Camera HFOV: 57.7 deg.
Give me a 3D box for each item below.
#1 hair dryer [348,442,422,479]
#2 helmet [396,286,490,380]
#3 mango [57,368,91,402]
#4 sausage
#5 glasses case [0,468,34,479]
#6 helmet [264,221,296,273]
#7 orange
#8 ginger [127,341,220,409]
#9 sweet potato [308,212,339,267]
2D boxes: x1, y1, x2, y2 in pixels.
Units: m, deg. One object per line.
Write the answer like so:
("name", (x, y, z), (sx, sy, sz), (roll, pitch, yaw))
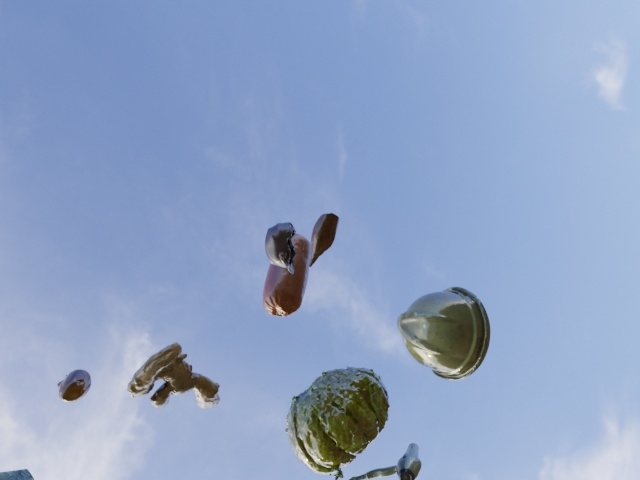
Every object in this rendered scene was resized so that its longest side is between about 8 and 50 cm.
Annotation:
("hair dryer", (0.195, 0.620, 1.606), (0.167, 0.199, 0.067), (-19, -91, -59))
("helmet", (0.238, 0.192, 1.271), (0.137, 0.257, 0.204), (13, -94, -19))
("mango", (-0.580, 0.346, 1.368), (0.077, 0.127, 0.063), (-38, -77, -10))
("sausage", (-0.090, 0.096, 1.570), (0.113, 0.114, 0.259), (45, -146, -30))
("glasses case", (-0.670, 0.481, 1.050), (0.272, 0.062, 0.095), (20, -80, -53))
("helmet", (-0.096, 0.016, 1.377), (0.070, 0.098, 0.123), (3, -88, 5))
("orange", (0.044, 0.451, 1.512), (0.301, 0.300, 0.223), (-42, -92, -10))
("ginger", (-0.312, 0.312, 1.246), (0.149, 0.065, 0.258), (-29, -39, 0))
("sweet potato", (0.000, 0.000, 1.154), (0.049, 0.049, 0.117), (24, -92, -34))
